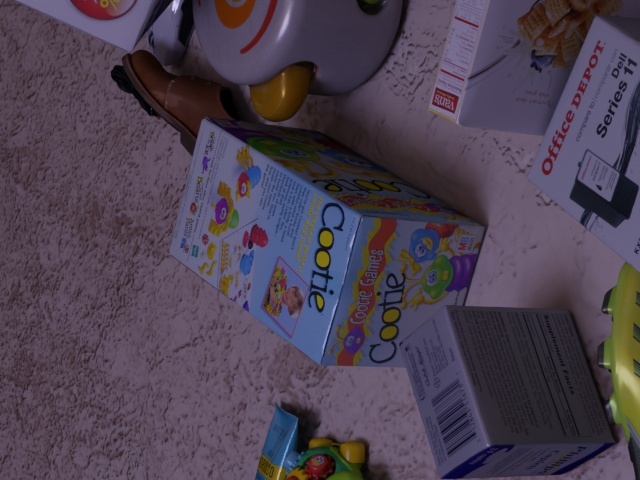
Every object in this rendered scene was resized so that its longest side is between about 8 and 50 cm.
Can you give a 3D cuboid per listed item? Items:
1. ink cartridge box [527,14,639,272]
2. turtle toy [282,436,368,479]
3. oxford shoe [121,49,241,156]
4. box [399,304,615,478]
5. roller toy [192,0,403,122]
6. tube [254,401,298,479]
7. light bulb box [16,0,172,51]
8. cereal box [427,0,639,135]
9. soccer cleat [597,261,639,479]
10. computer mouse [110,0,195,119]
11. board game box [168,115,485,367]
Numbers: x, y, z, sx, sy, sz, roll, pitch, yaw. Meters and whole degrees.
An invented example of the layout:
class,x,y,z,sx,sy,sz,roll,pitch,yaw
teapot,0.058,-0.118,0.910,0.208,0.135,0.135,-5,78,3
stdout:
class,x,y,z,sx,sy,sz,roll,pitch,yaw
ink cartridge box,0.268,-0.061,1.477,0.208,0.087,0.153,44,121,47
turtle toy,0.006,0.233,1.825,0.130,0.066,0.095,-3,84,54
oxford shoe,-0.133,-0.145,2.055,0.076,0.076,0.212,-49,57,6
box,0.150,0.123,1.578,0.072,0.137,0.126,-44,53,44
roller toy,-0.029,-0.235,1.852,0.191,0.146,0.209,51,127,44
tube,-0.050,0.267,1.916,0.080,0.052,0.207,-160,80,-67
light bulb box,-0.176,-0.424,1.866,0.361,0.225,0.358,-65,0,-65
cereal box,0.189,-0.200,1.528,0.047,0.173,0.240,30,112,50
soccer cleat,0.281,0.148,1.463,0.121,0.093,0.289,-14,68,21
computer mouse,-0.175,-0.232,2.140,0.106,0.042,0.193,50,125,45
board game box,0.000,0.000,1.792,0.275,0.142,0.144,34,113,50
